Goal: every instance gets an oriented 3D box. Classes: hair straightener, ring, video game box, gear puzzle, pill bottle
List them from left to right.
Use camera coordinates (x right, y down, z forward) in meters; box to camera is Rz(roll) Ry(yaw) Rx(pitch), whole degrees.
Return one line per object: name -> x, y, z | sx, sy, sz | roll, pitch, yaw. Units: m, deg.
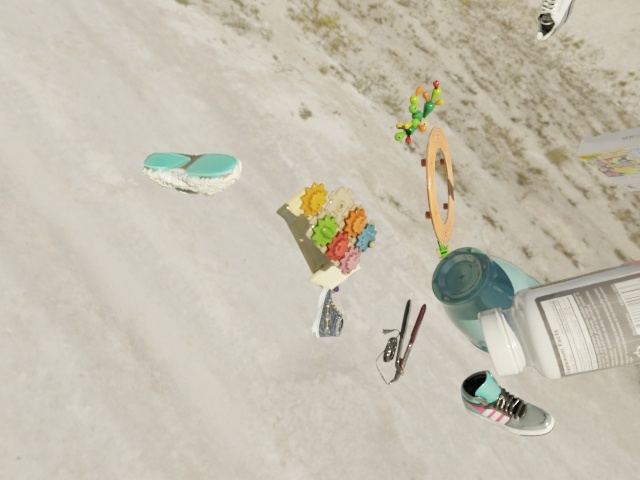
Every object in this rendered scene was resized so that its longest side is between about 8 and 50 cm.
gear puzzle -> 0.054, -0.040, 1.068 | 0.044, 0.175, 0.339 | 28, -13, 41
hair straightener -> 0.202, 0.263, 1.088 | 0.089, 0.230, 0.047 | 17, -3, 25
ring -> 0.339, -0.155, 1.192 | 0.336, 0.032, 0.337 | 7, 82, -61
pill bottle -> 0.477, 0.159, 0.782 | 0.176, 0.318, 0.176 | 52, 27, -42
video game box -> 0.642, -0.155, 0.786 | 0.187, 0.205, 0.048 | 19, 84, -22

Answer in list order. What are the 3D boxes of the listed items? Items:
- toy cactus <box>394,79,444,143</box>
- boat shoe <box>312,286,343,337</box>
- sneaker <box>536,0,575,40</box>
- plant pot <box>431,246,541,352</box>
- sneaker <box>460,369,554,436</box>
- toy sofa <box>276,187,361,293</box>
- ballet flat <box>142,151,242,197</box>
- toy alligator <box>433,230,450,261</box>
toy cactus -> 0.341, -0.409, 1.395 | 0.112, 0.219, 0.180 | 31, 3, 25
boat shoe -> 0.034, 0.219, 1.263 | 0.083, 0.065, 0.183 | 1, 44, 14
sneaker -> 0.642, -0.661, 1.123 | 0.090, 0.095, 0.235 | 41, -10, 34
plant pot -> 0.469, 0.153, 1.203 | 0.255, 0.271, 0.272 | 36, 32, -30
sneaker -> 0.586, 0.516, 1.354 | 0.124, 0.295, 0.178 | -49, 121, -32
toy sofa -> 0.000, 0.000, 1.473 | 0.177, 0.150, 0.363 | 37, 19, -50
ballet flat -> -0.383, -0.201, 1.295 | 0.408, 0.147, 0.147 | 13, 22, 32
toy alligator -> 0.531, 0.033, 1.809 | 0.051, 0.056, 0.190 | -46, 116, -78
